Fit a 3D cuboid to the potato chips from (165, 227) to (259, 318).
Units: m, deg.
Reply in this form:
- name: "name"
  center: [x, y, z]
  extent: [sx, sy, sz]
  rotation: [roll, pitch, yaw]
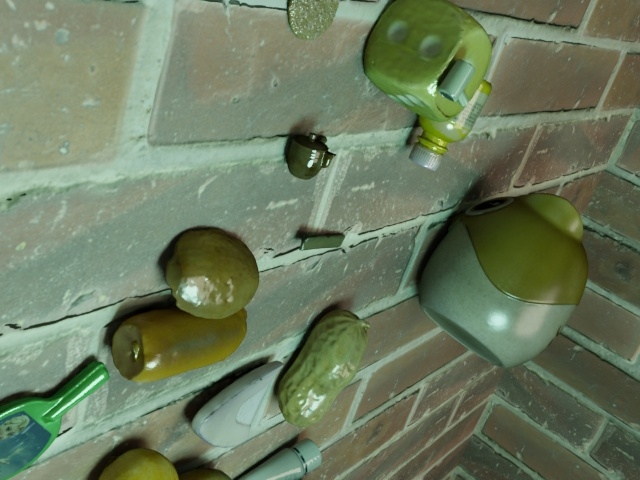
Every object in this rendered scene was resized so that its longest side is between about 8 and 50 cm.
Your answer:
- name: "potato chips"
  center: [-0.169, 0.055, 1.187]
  extent: [0.201, 0.049, 0.150]
  rotation: [22, 68, -46]

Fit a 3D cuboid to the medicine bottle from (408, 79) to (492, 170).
- name: "medicine bottle"
  center: [0.263, -0.256, 1.510]
  extent: [0.121, 0.121, 0.213]
  rotation: [2, 117, -57]

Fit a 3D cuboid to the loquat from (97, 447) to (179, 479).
- name: "loquat"
  center: [-0.331, 0.455, 1.293]
  extent: [0.163, 0.163, 0.137]
  rotation: [-32, 174, -37]

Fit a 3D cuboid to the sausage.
- name: "sausage"
  center: [-0.212, 0.163, 1.226]
  extent: [0.328, 0.112, 0.112]
  rotation: [-5, 123, -58]

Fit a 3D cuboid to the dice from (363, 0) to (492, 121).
- name: "dice"
  center: [0.192, -0.327, 1.282]
  extent: [0.169, 0.169, 0.166]
  rotation: [-57, 150, 3]

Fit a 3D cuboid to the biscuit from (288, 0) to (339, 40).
- name: "biscuit"
  center: [-0.008, -0.366, 1.100]
  extent: [0.120, 0.015, 0.120]
  rotation: [-38, 146, -32]

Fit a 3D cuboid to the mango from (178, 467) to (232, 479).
- name: "mango"
  center: [-0.263, 0.577, 1.517]
  extent: [0.193, 0.146, 0.316]
  rotation: [-44, 156, -7]

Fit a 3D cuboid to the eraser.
- name: "eraser"
  center: [-0.189, 0.348, 1.485]
  extent: [0.243, 0.059, 0.204]
  rotation: [3, 116, -61]

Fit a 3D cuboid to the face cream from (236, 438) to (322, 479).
- name: "face cream"
  center: [-0.137, 0.609, 1.805]
  extent: [0.314, 0.089, 0.143]
  rotation: [-24, 141, -34]

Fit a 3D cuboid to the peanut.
- name: "peanut"
  center: [0.006, 0.294, 1.639]
  extent: [0.291, 0.143, 0.159]
  rotation: [-56, 175, -3]

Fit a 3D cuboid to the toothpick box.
- name: "toothpick box"
  center: [0.502, 0.090, 1.940]
  extent: [0.425, 0.408, 0.409]
  rotation: [-51, 151, -7]

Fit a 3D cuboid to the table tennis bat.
- name: "table tennis bat"
  center: [-0.430, 0.275, 1.076]
  extent: [0.257, 0.039, 0.161]
  rotation: [-40, 149, -24]

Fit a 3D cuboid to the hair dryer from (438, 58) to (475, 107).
- name: "hair dryer"
  center: [0.242, -0.257, 1.221]
  extent: [0.063, 0.037, 0.124]
  rotation: [-57, 156, 3]

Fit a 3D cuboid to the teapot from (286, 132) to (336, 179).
- name: "teapot"
  center: [-0.008, -0.152, 1.254]
  extent: [0.110, 0.084, 0.080]
  rotation: [-43, 156, -63]

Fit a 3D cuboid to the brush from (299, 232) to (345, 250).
- name: "brush"
  center: [0.000, 0.000, 1.468]
  extent: [0.034, 0.027, 0.190]
  rotation: [-61, 158, 15]
